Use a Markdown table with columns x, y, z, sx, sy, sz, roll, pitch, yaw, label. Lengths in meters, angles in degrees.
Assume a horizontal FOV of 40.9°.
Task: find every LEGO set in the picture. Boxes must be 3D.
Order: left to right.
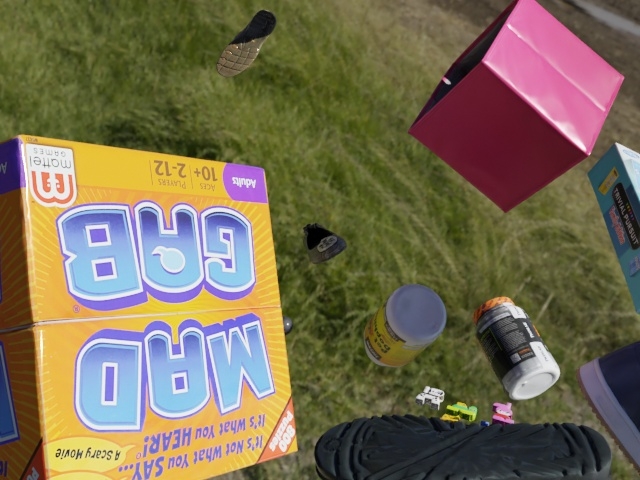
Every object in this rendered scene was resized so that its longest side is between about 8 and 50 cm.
| x | y | z | sx | sy | sz | roll | pitch | yaw | label |
| --- | --- | --- | --- | --- | --- | --- | --- | --- | --- |
| 0.342 | 0.402 | 2.010 | 0.227 | 0.087 | 0.093 | 13 | 31 | 20 | LEGO set |

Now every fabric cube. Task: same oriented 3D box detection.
| x | y | z | sx | sy | sz | roll | pitch | yaw | label |
| --- | --- | --- | --- | --- | --- | --- | --- | --- | --- |
| 0.375 | -0.263 | 1.654 | 0.258 | 0.254 | 0.259 | 38 | 54 | -6 | fabric cube |

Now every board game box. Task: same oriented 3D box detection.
| x | y | z | sx | sy | sz | roll | pitch | yaw | label |
| --- | --- | --- | --- | --- | --- | --- | --- | --- | --- |
| -0.291 | 0.106 | 1.008 | 0.356 | 0.356 | 0.357 | -12 | -8 | 35 | board game box |
| 0.576 | 0.014 | 1.339 | 0.254 | 0.079 | 0.336 | 22 | 37 | -16 | board game box |

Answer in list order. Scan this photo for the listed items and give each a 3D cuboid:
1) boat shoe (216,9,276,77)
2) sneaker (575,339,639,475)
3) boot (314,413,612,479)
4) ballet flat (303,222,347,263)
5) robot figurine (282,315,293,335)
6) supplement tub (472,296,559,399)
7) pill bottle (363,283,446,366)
| x | y | z | sx | sy | sz | roll | pitch | yaw | label |
| --- | --- | --- | --- | --- | --- | --- | --- | --- | --- |
| -0.164 | -0.430 | 1.900 | 0.064 | 0.178 | 0.060 | 39 | -6 | -11 | boat shoe |
| 0.422 | 0.217 | 0.925 | 0.282 | 0.153 | 0.099 | 52 | 23 | -2 | sneaker |
| 0.121 | 0.257 | 0.732 | 0.247 | 0.207 | 0.094 | -1 | 25 | 4 | boot |
| 0.000 | 0.000 | 1.861 | 0.084 | 0.058 | 0.250 | -27 | 12 | -3 | ballet flat |
| -0.185 | 0.156 | 1.592 | 0.209 | 0.278 | 0.173 | -34 | 88 | -28 | robot figurine |
| 0.386 | 0.213 | 1.725 | 0.117 | 0.117 | 0.190 | 3 | 46 | -30 | supplement tub |
| 0.154 | 0.173 | 1.657 | 0.117 | 0.215 | 0.117 | 6 | 64 | -12 | pill bottle |
